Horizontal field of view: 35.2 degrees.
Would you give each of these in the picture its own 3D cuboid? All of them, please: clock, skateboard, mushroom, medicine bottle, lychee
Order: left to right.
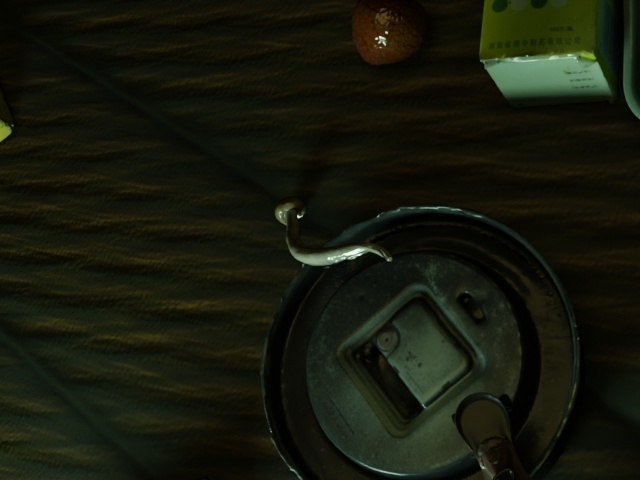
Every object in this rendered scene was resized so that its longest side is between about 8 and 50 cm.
[{"bbox_3d":[-0.002,-0.002,1.220,0.068,0.043,0.306,-57,25,2],"label":"mushroom"},{"bbox_3d":[0.096,-0.289,1.321,0.140,0.114,0.101,-30,89,44],"label":"lychee"},{"bbox_3d":[0.116,0.146,1.180,0.386,0.076,0.386,-8,69,22],"label":"clock"},{"bbox_3d":[0.183,0.227,1.028,0.067,0.080,0.151,-24,66,9],"label":"skateboard"},{"bbox_3d":[0.287,-0.299,1.223,0.137,0.141,0.250,-1,71,29],"label":"medicine bottle"}]

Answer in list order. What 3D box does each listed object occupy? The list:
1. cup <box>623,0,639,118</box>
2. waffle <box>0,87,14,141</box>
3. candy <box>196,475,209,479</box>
[{"bbox_3d":[0.484,-0.303,1.041,0.401,0.310,0.392,-21,59,15],"label":"cup"},{"bbox_3d":[-0.611,-0.187,1.657,0.211,0.055,0.160,-35,60,10],"label":"waffle"},{"bbox_3d":[-0.206,0.427,1.240,0.275,0.070,0.145,-39,69,6],"label":"candy"}]
